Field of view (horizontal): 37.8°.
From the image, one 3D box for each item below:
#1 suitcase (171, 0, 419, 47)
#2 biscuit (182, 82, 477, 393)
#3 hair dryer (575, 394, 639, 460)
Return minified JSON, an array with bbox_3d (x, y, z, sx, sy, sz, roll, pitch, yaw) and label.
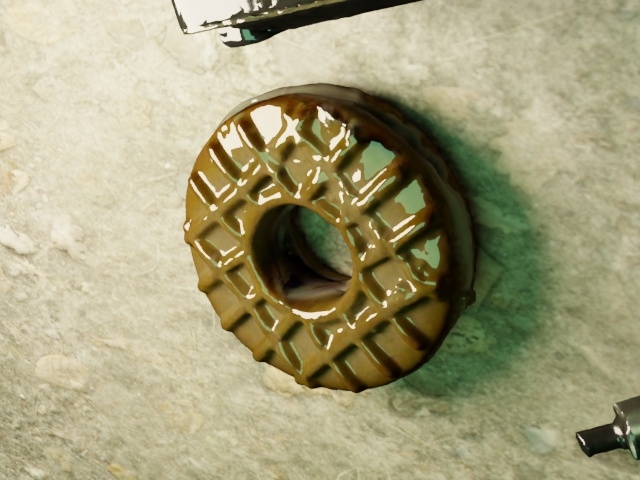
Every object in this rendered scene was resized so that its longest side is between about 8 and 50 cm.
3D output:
[{"bbox_3d":[0.083,-0.269,0.662,0.434,0.283,0.194,-4,112,36],"label":"suitcase"},{"bbox_3d":[0.000,0.000,0.951,0.332,0.103,0.332,15,119,29],"label":"biscuit"},{"bbox_3d":[0.332,0.056,0.663,0.156,0.284,0.320,-135,29,-69],"label":"hair dryer"}]
